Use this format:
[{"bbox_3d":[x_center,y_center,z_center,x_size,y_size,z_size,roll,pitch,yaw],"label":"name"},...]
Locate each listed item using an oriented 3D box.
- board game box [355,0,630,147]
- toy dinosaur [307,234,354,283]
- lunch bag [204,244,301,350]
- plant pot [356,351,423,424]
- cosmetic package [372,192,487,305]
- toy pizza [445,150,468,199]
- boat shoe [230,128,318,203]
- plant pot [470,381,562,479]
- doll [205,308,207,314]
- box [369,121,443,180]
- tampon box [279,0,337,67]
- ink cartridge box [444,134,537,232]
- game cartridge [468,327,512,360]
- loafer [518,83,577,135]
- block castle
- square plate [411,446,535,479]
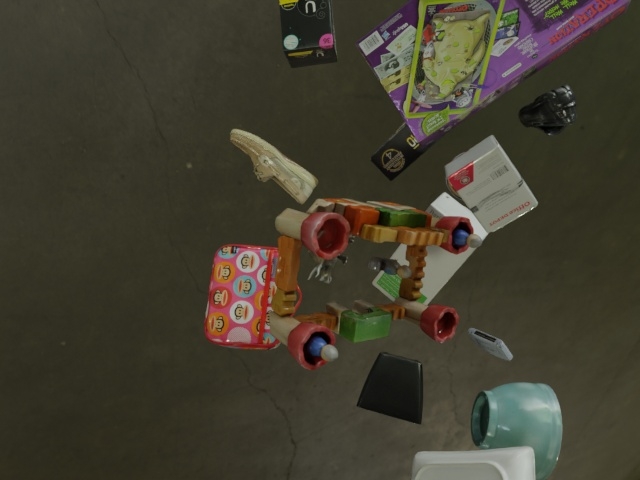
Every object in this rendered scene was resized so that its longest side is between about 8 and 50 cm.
[{"bbox_3d":[0.250,-0.329,0.779,0.346,0.208,0.056,-32,163,17],"label":"board game box"},{"bbox_3d":[0.000,0.000,1.599,0.160,0.314,0.121,7,122,-33],"label":"toy dinosaur"},{"bbox_3d":[-0.184,0.164,1.429,0.258,0.293,0.120,4,164,2],"label":"lunch bag"},{"bbox_3d":[0.226,0.432,1.509,0.187,0.188,0.167,46,59,-75],"label":"plant pot"},{"bbox_3d":[0.356,0.052,1.638,0.155,0.197,0.366,-33,158,-52],"label":"cosmetic package"},{"bbox_3d":[0.595,-0.255,1.985,0.201,0.201,0.032,-59,158,16],"label":"toy pizza"},{"bbox_3d":[-0.154,-0.223,1.510,0.302,0.109,0.098,34,86,-10],"label":"boat shoe"},{"bbox_3d":[0.594,0.580,1.582,0.196,0.293,0.293,12,120,2],"label":"plant pot"},{"bbox_3d":[-0.303,0.227,1.608,0.046,0.189,0.129,22,65,-42],"label":"doll"},{"bbox_3d":[0.320,-0.345,1.351,0.097,0.395,0.318,46,124,-2],"label":"box"},{"bbox_3d":[-0.029,-0.514,1.197,0.120,0.101,0.161,-6,85,7],"label":"tampon box"},{"bbox_3d":[0.326,-0.106,0.963,0.109,0.063,0.150,-33,112,23],"label":"ink cartridge box"},{"bbox_3d":[0.325,0.199,0.957,0.017,0.083,0.056,-44,117,-15],"label":"game cartridge"},{"bbox_3d":[0.448,-0.244,0.994,0.076,0.223,0.078,-20,91,10],"label":"loafer"},{"bbox_3d":[0.127,0.079,1.048,0.453,0.212,0.303,0,102,-37],"label":"block castle"},{"bbox_3d":[0.297,0.621,1.067,0.049,0.347,0.344,30,144,-24],"label":"square plate"}]
